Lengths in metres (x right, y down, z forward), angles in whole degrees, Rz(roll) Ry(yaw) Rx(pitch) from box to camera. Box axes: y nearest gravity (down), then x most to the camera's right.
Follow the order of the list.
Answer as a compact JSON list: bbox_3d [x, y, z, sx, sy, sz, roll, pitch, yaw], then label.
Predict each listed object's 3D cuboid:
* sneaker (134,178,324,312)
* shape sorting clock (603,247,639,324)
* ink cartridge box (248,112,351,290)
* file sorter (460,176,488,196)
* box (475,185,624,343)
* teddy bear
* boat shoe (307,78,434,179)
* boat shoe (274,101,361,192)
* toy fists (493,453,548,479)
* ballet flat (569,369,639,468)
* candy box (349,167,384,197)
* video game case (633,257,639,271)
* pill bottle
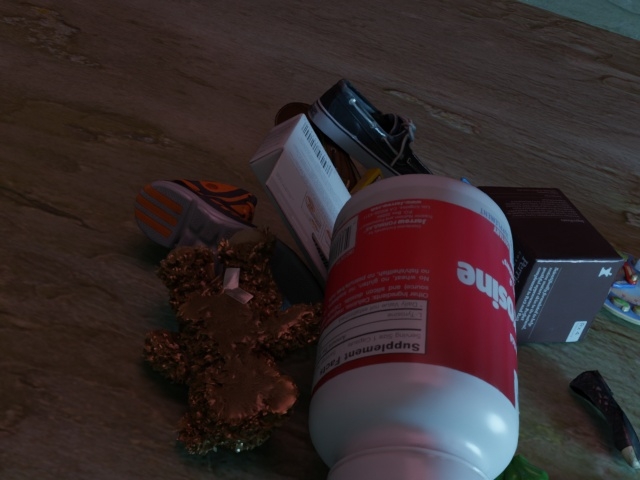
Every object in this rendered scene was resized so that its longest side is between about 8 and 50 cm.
[{"bbox_3d":[-0.108,-0.002,1.423,0.321,0.125,0.180,38,21,7],"label":"sneaker"},{"bbox_3d":[0.536,0.077,1.649,0.206,0.040,0.206,11,34,-7],"label":"shape sorting clock"},{"bbox_3d":[0.000,0.000,1.328,0.066,0.296,0.261,-23,20,21],"label":"ink cartridge box"},{"bbox_3d":[0.173,-0.003,1.431,0.104,0.170,0.118,33,37,-51],"label":"file sorter"},{"bbox_3d":[0.331,0.035,1.506,0.166,0.169,0.203,1,35,-24],"label":"box"},{"bbox_3d":[-0.112,0.121,1.215,0.245,0.113,0.338,-25,51,-16],"label":"teddy bear"},{"bbox_3d":[0.119,-0.179,1.689,0.306,0.105,0.113,36,23,-27],"label":"boat shoe"},{"bbox_3d":[-0.017,-0.170,1.686,0.104,0.111,0.307,36,13,-43],"label":"boat shoe"},{"bbox_3d":[0.264,0.333,1.107,0.279,0.096,0.142,20,33,9],"label":"toy fists"},{"bbox_3d":[0.406,0.254,1.341,0.057,0.049,0.173,50,14,-36],"label":"ballet flat"},{"bbox_3d":[0.072,-0.033,1.565,0.027,0.105,0.206,-8,23,28],"label":"candy box"},{"bbox_3d":[0.679,0.083,1.683,0.212,0.023,0.193,38,30,26],"label":"video game case"},{"bbox_3d":[0.108,0.140,1.080,0.228,0.229,0.408,12,50,-5],"label":"pill bottle"}]
